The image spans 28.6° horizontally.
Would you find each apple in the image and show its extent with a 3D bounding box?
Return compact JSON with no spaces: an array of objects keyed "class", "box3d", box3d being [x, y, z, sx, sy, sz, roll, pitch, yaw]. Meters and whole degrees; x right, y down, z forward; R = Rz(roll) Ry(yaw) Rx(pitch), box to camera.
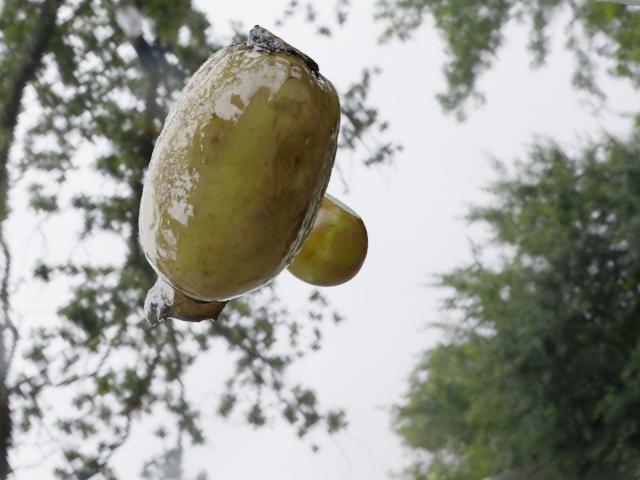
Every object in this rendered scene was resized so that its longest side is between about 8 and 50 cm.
[{"class":"apple","box3d":[0.000,0.000,1.414,0.102,0.114,0.099,28,-84,-22]}]

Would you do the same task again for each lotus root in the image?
[{"class":"lotus root","box3d":[-0.060,-0.030,0.812,0.125,0.118,0.221,-52,-16,-74]}]

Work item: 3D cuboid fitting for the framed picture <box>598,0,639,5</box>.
[{"class":"framed picture","box3d":[0.405,-0.338,1.453,0.011,0.183,0.142,-24,-60,-42]}]
